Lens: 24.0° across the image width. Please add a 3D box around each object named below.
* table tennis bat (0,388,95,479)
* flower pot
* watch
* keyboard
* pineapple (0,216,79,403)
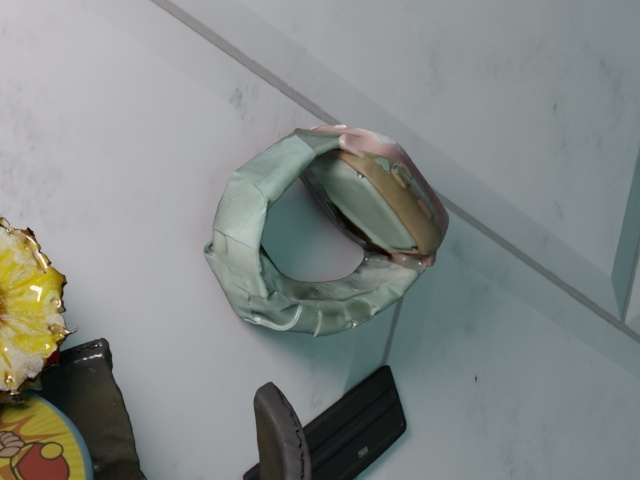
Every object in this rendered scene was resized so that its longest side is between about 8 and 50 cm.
[{"bbox_3d":[-0.287,0.241,1.285,0.215,0.329,0.044,-17,138,-21],"label":"table tennis bat"},{"bbox_3d":[-0.171,0.311,1.398,0.379,0.379,0.251,-57,149,-31],"label":"flower pot"},{"bbox_3d":[0.000,0.000,1.694,0.253,0.161,0.241,51,62,-33],"label":"watch"},{"bbox_3d":[0.048,0.228,1.823,0.381,0.041,0.103,-29,111,-36],"label":"keyboard"},{"bbox_3d":[-0.326,0.058,1.365,0.221,0.047,0.221,14,57,-23],"label":"pineapple"}]
